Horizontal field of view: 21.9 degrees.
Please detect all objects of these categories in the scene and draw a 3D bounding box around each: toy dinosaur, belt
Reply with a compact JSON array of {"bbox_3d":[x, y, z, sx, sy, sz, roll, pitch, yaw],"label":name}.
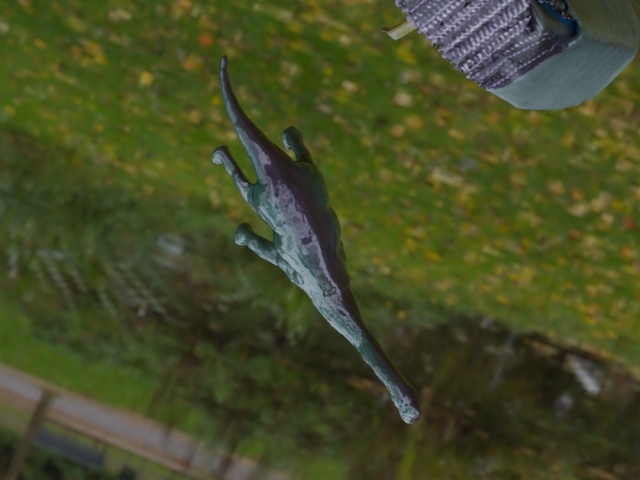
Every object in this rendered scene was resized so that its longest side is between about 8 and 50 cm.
[{"bbox_3d":[0.000,0.000,1.937,0.331,0.129,0.383,46,160,54],"label":"toy dinosaur"},{"bbox_3d":[0.139,-0.225,1.295,0.325,0.122,0.260,3,-128,-59],"label":"belt"}]

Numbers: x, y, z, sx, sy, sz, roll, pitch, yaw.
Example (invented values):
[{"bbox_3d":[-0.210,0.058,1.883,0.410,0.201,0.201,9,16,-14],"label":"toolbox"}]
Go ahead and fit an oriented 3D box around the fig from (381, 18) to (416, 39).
[{"bbox_3d":[0.142,-0.280,1.656,0.159,0.159,0.257,27,136,-22],"label":"fig"}]
